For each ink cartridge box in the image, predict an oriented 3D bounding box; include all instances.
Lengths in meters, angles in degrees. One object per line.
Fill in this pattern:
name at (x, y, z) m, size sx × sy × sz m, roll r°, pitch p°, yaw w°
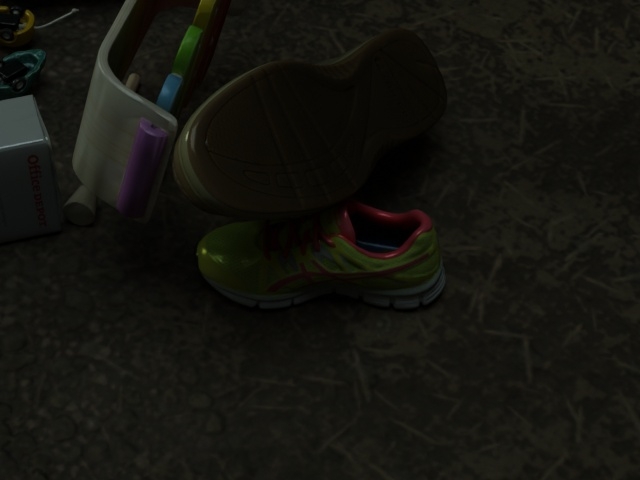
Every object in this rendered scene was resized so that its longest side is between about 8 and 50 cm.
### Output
ink cartridge box at (-0.297, -0.050, 1.289) m, size 0.150 × 0.109 × 0.063 m, roll -12°, pitch 49°, yaw -12°

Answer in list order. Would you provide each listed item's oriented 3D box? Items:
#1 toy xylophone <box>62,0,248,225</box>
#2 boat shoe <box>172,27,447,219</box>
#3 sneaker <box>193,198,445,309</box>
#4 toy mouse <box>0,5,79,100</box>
toy xylophone at (-0.132, -0.144, 1.311) m, size 0.081 × 0.236 × 0.323 m, roll 21°, pitch 53°, yaw -3°
boat shoe at (-0.019, -0.084, 1.277) m, size 0.341 × 0.110 × 0.122 m, roll -26°, pitch 94°, yaw -52°
sneaker at (0.000, 0.000, 1.269) m, size 0.208 × 0.094 × 0.081 m, roll -1°, pitch 51°, yaw -1°
toy mouse at (-0.312, -0.160, 1.434) m, size 0.161 × 0.031 × 0.143 m, roll 3°, pitch 49°, yaw 1°
